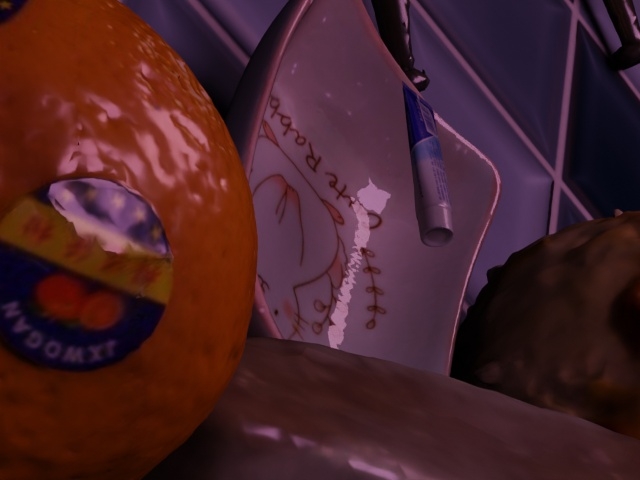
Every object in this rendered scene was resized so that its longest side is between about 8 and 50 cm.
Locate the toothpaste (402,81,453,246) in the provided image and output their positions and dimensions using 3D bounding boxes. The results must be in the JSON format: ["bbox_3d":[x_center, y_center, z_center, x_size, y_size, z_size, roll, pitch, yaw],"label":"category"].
[{"bbox_3d":[0.047,-0.033,0.821,0.024,0.015,0.083,36,36,-41],"label":"toothpaste"}]

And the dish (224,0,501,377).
[{"bbox_3d":[0.000,0.000,0.813,0.151,0.077,0.212,51,33,-28],"label":"dish"}]

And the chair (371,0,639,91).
[{"bbox_3d":[0.166,-0.348,1.060,0.365,0.362,0.410,-16,79,-59],"label":"chair"}]

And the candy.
[{"bbox_3d":[0.036,0.110,0.686,0.234,0.104,0.102,19,16,-10],"label":"candy"}]

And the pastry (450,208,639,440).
[{"bbox_3d":[0.145,0.086,0.840,0.170,0.237,0.256,39,40,-21],"label":"pastry"}]

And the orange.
[{"bbox_3d":[-0.105,0.001,0.550,0.177,0.178,0.155,49,23,-28],"label":"orange"}]
